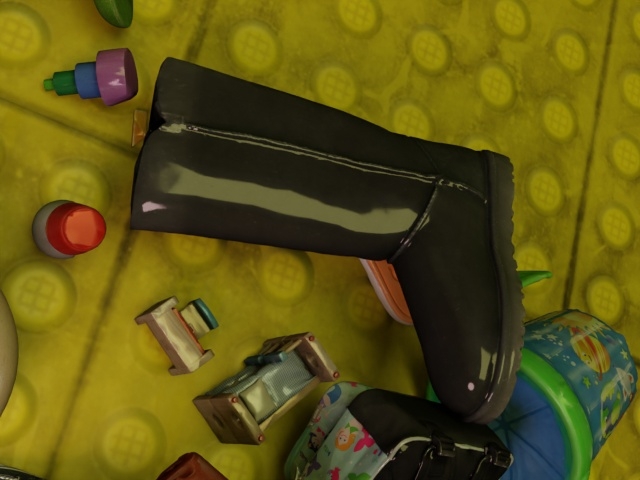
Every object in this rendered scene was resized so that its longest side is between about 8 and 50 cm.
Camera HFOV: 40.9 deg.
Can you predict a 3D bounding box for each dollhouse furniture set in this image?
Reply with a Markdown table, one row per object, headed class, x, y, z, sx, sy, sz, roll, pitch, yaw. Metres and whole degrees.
| class | x | y | z | sx | sy | sz | roll | pitch | yaw |
| --- | --- | --- | --- | --- | --- | --- | --- | --- | --- |
| dollhouse furniture set | -0.097 | 0.124 | 0.998 | 0.129 | 0.129 | 0.183 | -37 | 97 | -28 |

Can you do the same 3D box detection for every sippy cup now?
| class | x | y | z | sx | sy | sz | roll | pitch | yaw |
| --- | --- | --- | --- | --- | --- | --- | --- | --- | --- |
| sippy cup | 0.298 | 0.204 | 1.146 | 0.224 | 0.305 | 0.240 | -25 | 53 | -39 |

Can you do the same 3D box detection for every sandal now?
| class | x | y | z | sx | sy | sz | roll | pitch | yaw |
| --- | --- | --- | --- | --- | --- | --- | --- | --- | --- |
| sandal | 0.092 | -0.012 | 1.153 | 0.102 | 0.076 | 0.265 | -32 | 95 | -29 |

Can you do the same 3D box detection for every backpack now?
| class | x | y | z | sx | sy | sz | roll | pitch | yaw |
| --- | --- | --- | --- | --- | --- | --- | --- | --- | --- |
| backpack | 0.068 | 0.298 | 0.994 | 0.225 | 0.191 | 0.253 | 18 | 101 | -38 |

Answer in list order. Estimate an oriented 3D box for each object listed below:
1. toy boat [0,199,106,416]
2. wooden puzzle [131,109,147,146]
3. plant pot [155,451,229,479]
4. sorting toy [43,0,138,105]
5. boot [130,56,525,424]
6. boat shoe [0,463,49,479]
| class | x | y | z | sx | sy | sz | roll | pitch | yaw |
| --- | --- | --- | --- | --- | --- | --- | --- | --- | --- |
| toy boat | -0.364 | 0.054 | 0.876 | 0.318 | 0.148 | 0.267 | -33 | 106 | -24 |
| wooden puzzle | -0.182 | -0.115 | 1.068 | 0.116 | 0.014 | 0.078 | 17 | 72 | -24 |
| plant pot | -0.098 | 0.358 | 0.792 | 0.265 | 0.272 | 0.272 | 47 | 63 | -2 |
| sorting toy | -0.299 | -0.335 | 1.023 | 0.126 | 0.127 | 0.365 | -6 | 84 | 1 |
| boot | 0.000 | -0.002 | 0.987 | 0.445 | 0.146 | 0.367 | 15 | 54 | -15 |
| boat shoe | -0.297 | 0.274 | 0.889 | 0.183 | 0.083 | 0.065 | 20 | 71 | -23 |
